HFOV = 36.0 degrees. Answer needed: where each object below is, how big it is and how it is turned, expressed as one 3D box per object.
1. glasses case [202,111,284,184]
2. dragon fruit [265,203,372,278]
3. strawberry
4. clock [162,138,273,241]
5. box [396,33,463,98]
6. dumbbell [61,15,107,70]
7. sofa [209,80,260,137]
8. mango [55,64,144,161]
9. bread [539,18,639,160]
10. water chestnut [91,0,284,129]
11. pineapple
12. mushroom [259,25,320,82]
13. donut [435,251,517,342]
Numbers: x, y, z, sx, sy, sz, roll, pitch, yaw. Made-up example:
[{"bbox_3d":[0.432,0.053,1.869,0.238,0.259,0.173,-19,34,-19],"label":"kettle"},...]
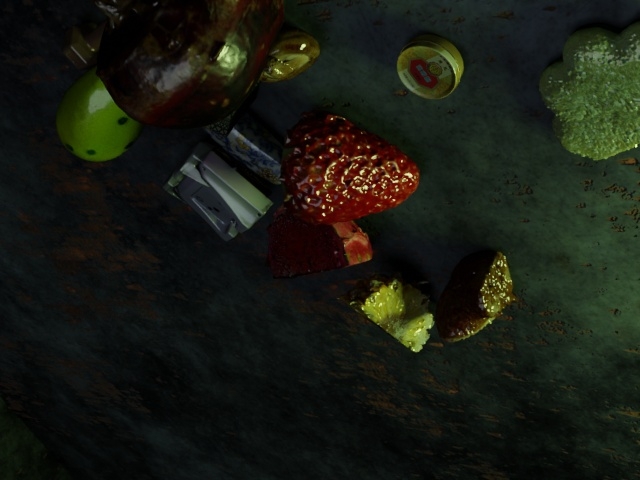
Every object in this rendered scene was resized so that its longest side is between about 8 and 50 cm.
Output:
[{"bbox_3d":[-0.155,-0.201,1.875,0.248,0.065,0.087,39,149,-9],"label":"glasses case"},{"bbox_3d":[0.000,0.000,1.939,0.189,0.163,0.262,20,158,-36],"label":"dragon fruit"},{"bbox_3d":[0.053,-0.122,1.749,0.245,0.205,0.205,3,139,2],"label":"strawberry"},{"bbox_3d":[-0.211,-0.096,1.978,0.186,0.083,0.253,40,158,-10],"label":"clock"},{"bbox_3d":[0.175,-0.277,1.570,0.106,0.037,0.105,20,142,16],"label":"box"},{"bbox_3d":[-0.390,-0.389,1.819,0.231,0.082,0.092,-18,122,47],"label":"dumbbell"},{"bbox_3d":[-0.154,-0.246,1.779,0.039,0.118,0.060,29,144,3],"label":"sofa"},{"bbox_3d":[-0.416,-0.259,1.932,0.175,0.143,0.293,7,150,-36],"label":"mango"},{"bbox_3d":[0.429,-0.224,1.432,0.207,0.056,0.286,42,142,-15],"label":"bread"},{"bbox_3d":[-0.228,-0.346,1.526,0.302,0.350,0.350,28,148,-26],"label":"water chestnut"},{"bbox_3d":[0.152,0.121,1.975,0.233,0.135,0.079,35,179,-38],"label":"pineapple"},{"bbox_3d":[-0.060,-0.305,1.652,0.127,0.127,0.087,-29,69,50],"label":"mushroom"},{"bbox_3d":[0.281,0.112,1.877,0.187,0.126,0.144,-14,117,45],"label":"donut"}]
